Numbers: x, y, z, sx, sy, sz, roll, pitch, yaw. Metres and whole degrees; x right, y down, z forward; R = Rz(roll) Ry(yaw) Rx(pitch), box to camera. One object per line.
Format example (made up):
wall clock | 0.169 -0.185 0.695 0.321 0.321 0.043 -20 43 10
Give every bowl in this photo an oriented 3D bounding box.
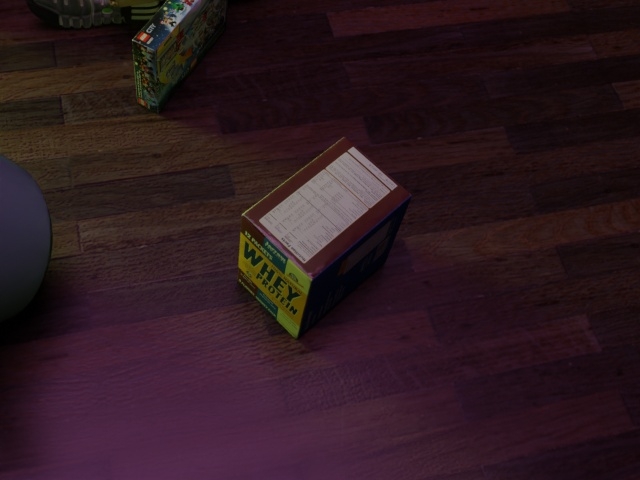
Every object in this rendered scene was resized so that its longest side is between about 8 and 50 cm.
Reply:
bowl | -0.481 -0.003 1.107 0.163 0.311 0.312 4 48 -56

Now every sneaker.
sneaker | -0.409 -0.452 1.474 0.228 0.086 0.132 -1 55 -20

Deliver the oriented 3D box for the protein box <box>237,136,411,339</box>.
protein box | 0.000 0.000 1.196 0.136 0.200 0.201 43 64 16

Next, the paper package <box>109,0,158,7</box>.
paper package | -0.267 -0.593 1.453 0.324 0.168 0.310 -18 65 -26

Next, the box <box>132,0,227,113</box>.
box | -0.231 -0.347 1.386 0.044 0.159 0.233 28 60 6
